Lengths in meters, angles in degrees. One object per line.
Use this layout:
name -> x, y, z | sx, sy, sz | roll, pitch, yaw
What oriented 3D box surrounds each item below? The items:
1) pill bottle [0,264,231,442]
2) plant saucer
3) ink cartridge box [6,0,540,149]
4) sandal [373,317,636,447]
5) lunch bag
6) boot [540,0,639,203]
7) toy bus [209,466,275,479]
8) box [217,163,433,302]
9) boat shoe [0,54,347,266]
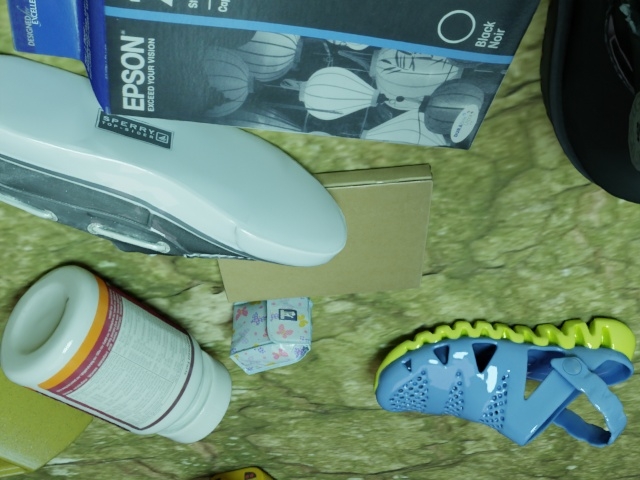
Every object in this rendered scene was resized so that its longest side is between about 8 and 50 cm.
pill bottle -> -0.199, 0.126, 0.711 | 0.121, 0.121, 0.221 | -25, 138, 22
plant saucer -> -0.491, 0.220, 0.797 | 0.333, 0.081, 0.333 | -11, 148, 9
ink cartridge box -> -0.036, -0.149, 0.441 | 0.333, 0.065, 0.165 | 4, 141, -10
sandal -> 0.221, 0.172, 0.804 | 0.317, 0.138, 0.126 | -5, 143, 3
lunch bag -> -0.049, 0.092, 0.726 | 0.083, 0.071, 0.053 | -15, 137, 16
boot -> 0.232, 0.000, 0.347 | 0.146, 0.445, 0.367 | -18, 139, 15
toy bus -> -0.098, 0.470, 1.136 | 0.108, 0.130, 0.332 | -16, 140, 14
box -> 0.000, 0.000, 0.658 | 0.201, 0.021, 0.164 | -5, 141, -1
boat shoe -> -0.128, -0.035, 0.535 | 0.301, 0.108, 0.102 | 18, 136, -22
